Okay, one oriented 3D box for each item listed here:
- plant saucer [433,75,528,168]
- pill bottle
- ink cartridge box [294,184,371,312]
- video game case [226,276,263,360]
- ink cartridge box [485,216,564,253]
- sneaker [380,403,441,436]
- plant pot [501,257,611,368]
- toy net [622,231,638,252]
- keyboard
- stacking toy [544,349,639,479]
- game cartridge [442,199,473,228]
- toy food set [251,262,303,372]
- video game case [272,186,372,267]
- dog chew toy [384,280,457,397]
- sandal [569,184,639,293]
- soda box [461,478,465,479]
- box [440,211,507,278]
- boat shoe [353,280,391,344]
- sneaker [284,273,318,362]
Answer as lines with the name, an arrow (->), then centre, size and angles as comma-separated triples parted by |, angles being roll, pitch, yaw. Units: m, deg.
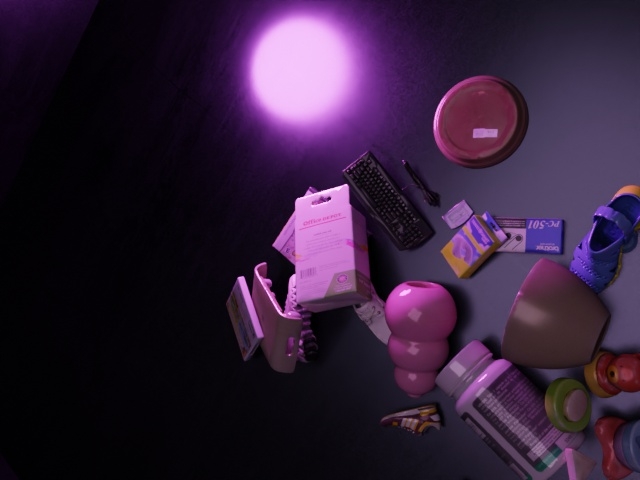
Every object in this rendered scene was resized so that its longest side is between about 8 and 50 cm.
plant saucer -> 0.463, -0.351, 1.750 | 0.278, 0.041, 0.277 | -2, 86, 27
pill bottle -> 0.493, 0.450, 1.590 | 0.361, 0.204, 0.204 | 45, 107, 22
ink cartridge box -> 0.035, 0.025, 1.841 | 0.207, 0.119, 0.353 | -14, 64, 26
video game case -> -0.259, 0.267, 2.023 | 0.226, 0.026, 0.206 | 67, 150, 24
ink cartridge box -> 0.567, -0.014, 1.669 | 0.207, 0.046, 0.097 | 2, 89, 28
sneaker -> 0.268, 0.548, 1.781 | 0.186, 0.070, 0.083 | -23, 71, 26
plant pot -> 0.604, 0.209, 1.493 | 0.191, 0.284, 0.284 | 23, 98, 32
toy net -> 0.865, -0.006, 1.514 | 0.232, 0.045, 0.122 | 17, 93, 26
keyboard -> 0.231, -0.139, 1.807 | 0.202, 0.033, 0.317 | -39, 89, 2
stacking toy -> 0.704, 0.433, 1.432 | 0.130, 0.280, 0.308 | -28, 75, 61
game cartridge -> 0.411, -0.074, 1.773 | 0.083, 0.017, 0.056 | -40, 66, 20
toy food set -> -0.144, 0.245, 1.924 | 0.306, 0.093, 0.219 | -127, 39, -49
video game case -> 0.000, 0.000, 1.976 | 0.275, 0.035, 0.248 | 40, 105, 24
dog chew toy -> 0.283, 0.289, 1.724 | 0.207, 0.207, 0.331 | 7, 99, 28
sandal -> 0.707, 0.011, 1.503 | 0.126, 0.138, 0.317 | 35, 128, 35
soda box -> 0.467, 0.745, 1.669 | 0.183, 0.058, 0.062 | 19, 96, 28
box -> 0.435, 0.013, 1.702 | 0.178, 0.043, 0.109 | -54, 50, 34
boat shoe -> 0.149, 0.211, 1.848 | 0.098, 0.096, 0.277 | -43, 69, 20
sneaker -> -0.087, 0.256, 1.974 | 0.118, 0.110, 0.291 | -6, 83, 37
